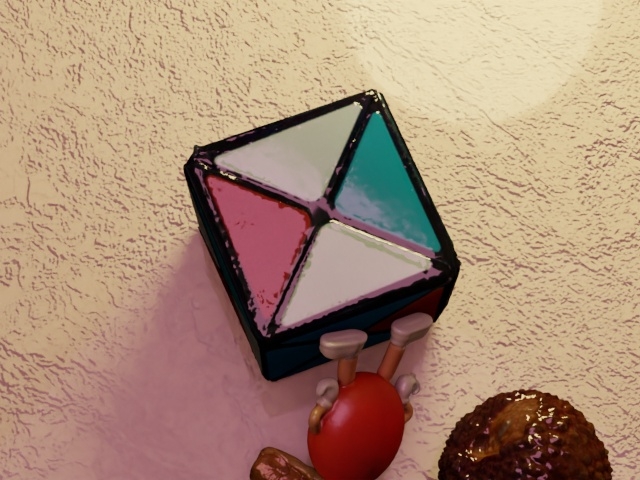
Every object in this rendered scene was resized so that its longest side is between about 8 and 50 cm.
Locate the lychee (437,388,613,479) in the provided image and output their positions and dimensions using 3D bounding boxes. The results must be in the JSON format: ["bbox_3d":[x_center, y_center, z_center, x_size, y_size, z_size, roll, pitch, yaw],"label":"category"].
[{"bbox_3d":[0.243,0.265,1.615,0.188,0.188,0.188,0,73,-1],"label":"lychee"}]

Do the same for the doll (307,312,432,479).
[{"bbox_3d":[0.049,0.193,1.598,0.183,0.085,0.217,-10,115,-39],"label":"doll"}]

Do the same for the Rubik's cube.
[{"bbox_3d":[0.000,0.001,1.645,0.248,0.246,0.250,-22,75,-7],"label":"Rubik's cube"}]

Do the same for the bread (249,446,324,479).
[{"bbox_3d":[-0.023,0.293,1.647,0.132,0.074,0.053,32,65,9],"label":"bread"}]
